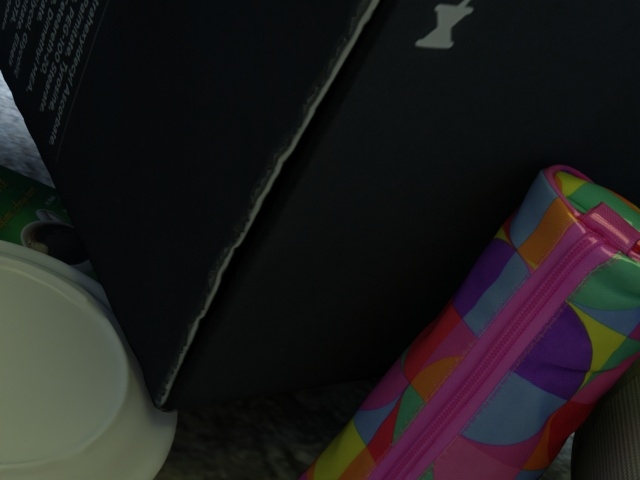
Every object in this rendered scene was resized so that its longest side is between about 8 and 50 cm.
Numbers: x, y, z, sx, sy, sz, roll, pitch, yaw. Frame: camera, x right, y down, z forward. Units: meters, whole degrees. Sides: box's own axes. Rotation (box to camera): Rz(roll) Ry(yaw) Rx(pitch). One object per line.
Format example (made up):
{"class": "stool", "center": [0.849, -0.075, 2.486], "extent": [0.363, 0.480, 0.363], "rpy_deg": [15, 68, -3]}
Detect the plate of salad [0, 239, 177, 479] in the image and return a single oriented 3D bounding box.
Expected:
{"class": "plate of salad", "center": [-0.168, 0.069, 0.542], "extent": [0.199, 0.048, 0.200], "rpy_deg": [18, 34, -13]}

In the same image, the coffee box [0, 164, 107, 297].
{"class": "coffee box", "center": [-0.151, 0.015, 0.680], "extent": [0.184, 0.040, 0.113], "rpy_deg": [23, 23, -6]}

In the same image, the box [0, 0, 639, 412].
{"class": "box", "center": [0.056, -0.188, 0.727], "extent": [0.479, 0.297, 0.472], "rpy_deg": [-3, 47, -37]}

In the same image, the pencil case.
{"class": "pencil case", "center": [0.079, 0.078, 0.544], "extent": [0.104, 0.236, 0.104], "rpy_deg": [32, 15, -10]}

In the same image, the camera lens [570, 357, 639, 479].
{"class": "camera lens", "center": [0.237, 0.153, 0.554], "extent": [0.219, 0.219, 0.274], "rpy_deg": [26, 23, 1]}
